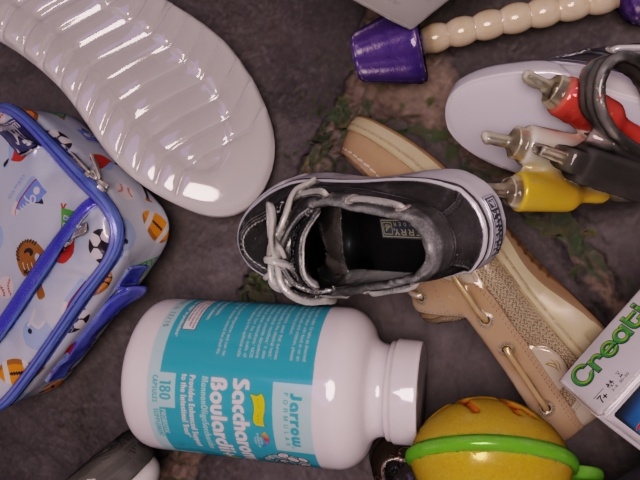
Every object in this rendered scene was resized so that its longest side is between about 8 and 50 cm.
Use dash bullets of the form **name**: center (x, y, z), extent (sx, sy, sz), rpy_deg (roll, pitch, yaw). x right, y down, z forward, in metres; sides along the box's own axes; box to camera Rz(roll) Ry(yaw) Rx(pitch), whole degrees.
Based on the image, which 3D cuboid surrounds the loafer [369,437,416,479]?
- **loafer**: center (0.123, 0.270, 0.576), extent (0.220, 0.078, 0.080), rpy_deg (41, 97, 14)

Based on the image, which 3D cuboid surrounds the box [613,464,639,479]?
- **box**: center (0.296, 0.316, 0.429), extent (0.294, 0.183, 0.296), rpy_deg (-36, 103, 11)

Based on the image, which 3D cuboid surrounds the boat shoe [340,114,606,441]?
- **boat shoe**: center (0.125, 0.029, 0.570), extent (0.110, 0.121, 0.341), rpy_deg (-45, 78, 8)

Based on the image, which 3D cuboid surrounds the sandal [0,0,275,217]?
- **sandal**: center (-0.211, -0.191, 0.691), extent (0.416, 0.102, 0.169), rpy_deg (43, 83, 1)

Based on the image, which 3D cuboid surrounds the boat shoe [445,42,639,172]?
- **boat shoe**: center (0.264, -0.125, 0.557), extent (0.301, 0.108, 0.102), rpy_deg (2, 45, 14)

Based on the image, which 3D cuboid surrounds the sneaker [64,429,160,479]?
- **sneaker**: center (-0.225, 0.418, 0.639), extent (0.257, 0.169, 0.448), rpy_deg (36, 104, 6)

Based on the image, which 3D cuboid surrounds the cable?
- **cable**: center (0.273, -0.059, 0.519), extent (0.287, 0.072, 0.140), rpy_deg (16, 105, -17)

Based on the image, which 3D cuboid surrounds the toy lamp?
- **toy lamp**: center (0.165, -0.204, 0.599), extent (0.274, 0.080, 0.080), rpy_deg (-11, 83, 15)

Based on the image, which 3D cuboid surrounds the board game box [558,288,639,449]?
- **board game box**: center (0.348, 0.047, 0.487), extent (0.193, 0.053, 0.305), rpy_deg (36, 97, -28)

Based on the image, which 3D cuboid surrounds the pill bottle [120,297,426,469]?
- **pill bottle**: center (-0.037, 0.131, 0.594), extent (0.263, 0.146, 0.146), rpy_deg (1, 86, 16)

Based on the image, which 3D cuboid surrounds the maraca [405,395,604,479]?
- **maraca**: center (0.150, 0.185, 0.519), extent (0.127, 0.185, 0.099), rpy_deg (-22, 51, 42)

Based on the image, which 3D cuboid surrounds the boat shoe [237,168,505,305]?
- **boat shoe**: center (0.001, 0.004, 0.544), extent (0.306, 0.104, 0.113), rpy_deg (5, 109, 49)

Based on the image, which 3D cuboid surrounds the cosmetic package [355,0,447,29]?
- **cosmetic package**: center (0.137, -0.364, 0.447), extent (0.385, 0.156, 0.217), rpy_deg (-35, 72, 32)

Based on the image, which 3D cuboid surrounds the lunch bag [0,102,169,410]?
- **lunch bag**: center (-0.311, 0.019, 0.679), extent (0.243, 0.115, 0.303), rpy_deg (45, 107, 16)
